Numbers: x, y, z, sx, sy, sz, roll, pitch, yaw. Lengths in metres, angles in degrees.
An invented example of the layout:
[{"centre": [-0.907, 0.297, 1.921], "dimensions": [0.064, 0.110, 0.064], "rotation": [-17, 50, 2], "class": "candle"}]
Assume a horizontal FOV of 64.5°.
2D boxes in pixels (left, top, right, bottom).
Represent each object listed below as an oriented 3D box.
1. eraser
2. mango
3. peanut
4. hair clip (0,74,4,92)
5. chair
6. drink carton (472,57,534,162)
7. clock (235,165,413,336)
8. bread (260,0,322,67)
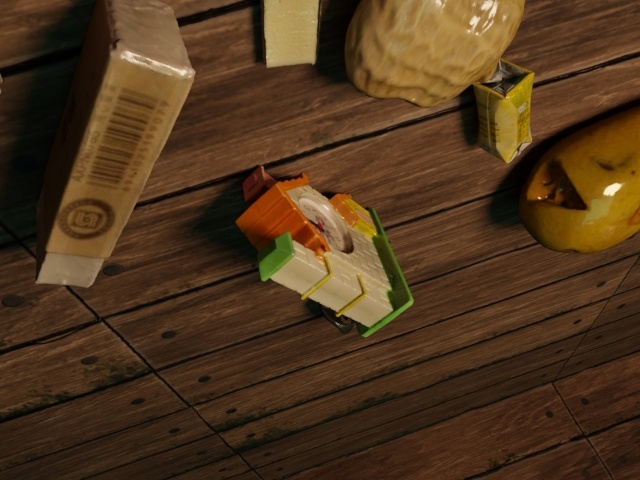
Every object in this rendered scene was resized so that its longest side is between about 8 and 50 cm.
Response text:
[{"centre": [-0.254, -0.101, 0.581], "dimensions": [0.078, 0.144, 0.343], "rotation": [9, 133, -37], "class": "eraser"}, {"centre": [0.537, -0.123, 0.931], "dimensions": [0.365, 0.182, 0.253], "rotation": [-42, 137, 8], "class": "mango"}, {"centre": [0.143, -0.249, 0.618], "dimensions": [0.233, 0.110, 0.196], "rotation": [7, 135, -30], "class": "peanut"}, {"centre": [-0.417, -0.112, 0.578], "dimensions": [0.072, 0.034, 0.226], "rotation": [11, 132, -35], "class": "hair clip"}, {"centre": [0.064, 0.095, 1.039], "dimensions": [0.095, 0.104, 0.221], "rotation": [20, 128, -9], "class": "chair"}, {"centre": [0.288, -0.182, 0.798], "dimensions": [0.074, 0.084, 0.200], "rotation": [-43, 143, -10], "class": "drink carton"}, {"centre": [0.000, 0.000, 0.783], "dimensions": [0.106, 0.219, 0.255], "rotation": [-40, 132, 22], "class": "clock"}, {"centre": [-0.034, -0.267, 0.574], "dimensions": [0.068, 0.028, 0.153], "rotation": [-12, 144, -12], "class": "bread"}]
